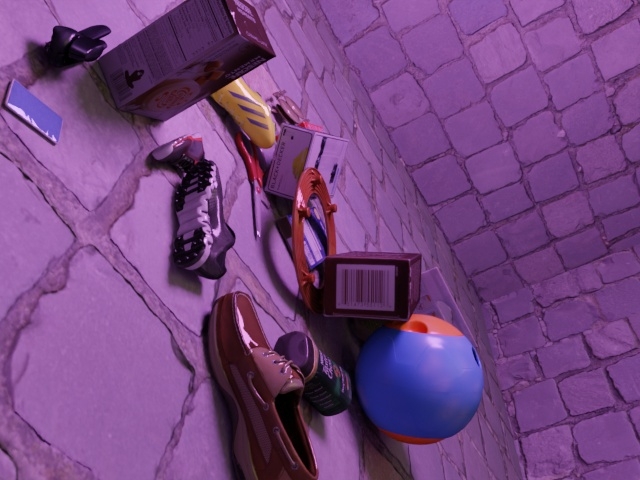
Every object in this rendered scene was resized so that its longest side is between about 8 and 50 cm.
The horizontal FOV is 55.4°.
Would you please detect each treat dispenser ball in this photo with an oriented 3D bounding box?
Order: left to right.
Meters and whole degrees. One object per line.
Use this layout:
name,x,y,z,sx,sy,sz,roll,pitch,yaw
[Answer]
treat dispenser ball,0.221,0.312,1.382,0.288,0.288,0.288,53,22,-33

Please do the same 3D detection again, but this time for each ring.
ring,0.000,0.000,1.390,0.336,0.032,0.337,-2,90,-74

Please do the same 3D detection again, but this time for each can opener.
can opener,-0.362,-0.295,0.928,0.073,0.059,0.186,31,19,-14

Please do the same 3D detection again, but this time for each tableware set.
tableware set,-0.093,-0.372,1.769,0.128,0.039,0.194,50,16,-9

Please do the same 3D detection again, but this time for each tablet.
tablet,-0.376,-0.169,0.803,0.083,0.006,0.054,46,26,-46

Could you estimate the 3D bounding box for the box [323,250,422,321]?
box,0.135,0.098,1.459,0.381,0.190,0.143,-10,101,-76

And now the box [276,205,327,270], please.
box,-0.030,-0.007,1.486,0.137,0.036,0.225,65,20,-1

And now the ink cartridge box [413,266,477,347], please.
ink cartridge box,0.275,0.218,1.714,0.275,0.238,0.060,61,19,-14

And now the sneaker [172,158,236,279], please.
sneaker,-0.191,-0.030,1.030,0.106,0.078,0.235,49,28,-46

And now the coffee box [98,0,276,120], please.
coffee box,-0.219,-0.305,1.017,0.098,0.246,0.141,67,18,5

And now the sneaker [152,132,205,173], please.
sneaker,-0.238,-0.150,1.074,0.158,0.061,0.065,-50,121,-69

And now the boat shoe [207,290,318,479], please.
boat shoe,-0.078,0.229,0.936,0.122,0.119,0.324,26,43,-62

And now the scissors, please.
scissors,-0.136,-0.120,1.362,0.109,0.021,0.297,38,31,-57

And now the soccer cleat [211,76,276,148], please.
soccer cleat,-0.202,-0.325,1.362,0.121,0.093,0.289,-36,101,-37

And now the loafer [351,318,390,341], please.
loafer,0.172,0.273,1.615,0.268,0.092,0.102,33,32,-31

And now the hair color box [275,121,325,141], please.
hair color box,-0.048,-0.280,1.686,0.054,0.093,0.167,67,18,4

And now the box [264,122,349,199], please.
box,-0.027,-0.190,1.514,0.290,0.087,0.169,-13,121,-71

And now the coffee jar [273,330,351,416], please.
coffee jar,-0.015,0.250,1.145,0.184,0.079,0.096,49,25,-40
